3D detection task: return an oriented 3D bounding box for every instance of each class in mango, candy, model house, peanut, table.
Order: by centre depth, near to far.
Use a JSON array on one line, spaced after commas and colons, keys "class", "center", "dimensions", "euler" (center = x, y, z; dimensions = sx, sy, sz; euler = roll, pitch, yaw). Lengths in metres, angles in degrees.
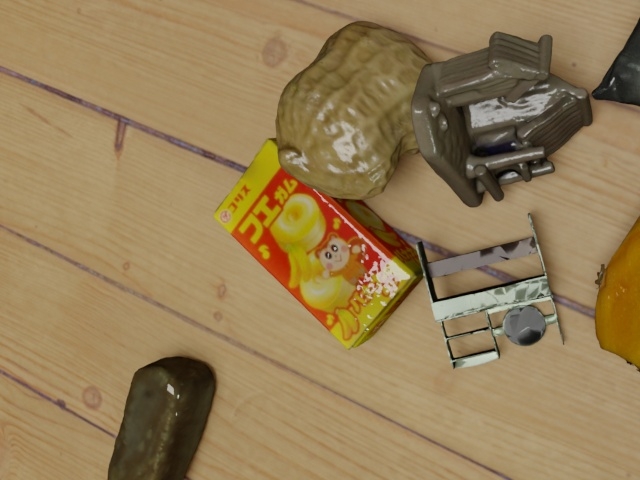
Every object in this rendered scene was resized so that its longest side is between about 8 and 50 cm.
[{"class": "mango", "center": [0.426, 0.036, 0.982], "dimensions": [0.187, 0.138, 0.257], "euler": [34, 105, 47]}, {"class": "model house", "center": [0.218, -0.146, 1.029], "dimensions": [0.188, 0.229, 0.122], "euler": [-18, 60, 20]}, {"class": "table", "center": [0.214, 0.068, 1.107], "dimensions": [0.146, 0.062, 0.175], "euler": [-15, 89, 13]}, {"class": "peanut", "center": [0.048, -0.161, 1.119], "dimensions": [0.197, 0.110, 0.233], "euler": [44, 78, 7]}, {"class": "candy", "center": [0.000, 0.000, 1.195], "dimensions": [0.276, 0.088, 0.146], "euler": [42, 112, 13]}, {"class": "candy", "center": [-0.244, 0.289, 1.337], "dimensions": [0.102, 0.104, 0.233], "euler": [23, 106, 25]}]

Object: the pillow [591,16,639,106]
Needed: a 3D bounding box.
[{"class": "pillow", "center": [0.433, -0.236, 0.954], "dimensions": [0.186, 0.106, 0.249], "euler": [25, 109, 4]}]
